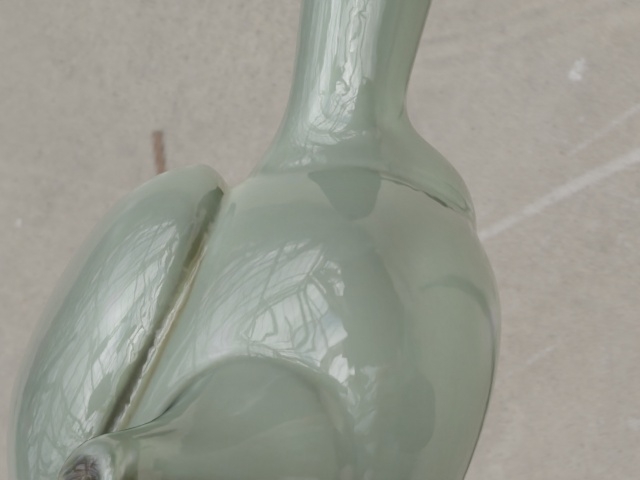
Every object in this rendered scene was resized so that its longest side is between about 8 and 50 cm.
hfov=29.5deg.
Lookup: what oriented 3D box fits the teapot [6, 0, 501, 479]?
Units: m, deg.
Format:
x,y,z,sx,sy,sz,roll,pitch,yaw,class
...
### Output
x,y,z,sx,sy,sz,roll,pitch,yaw,class
-0.011,0.007,0.458,0.220,0.149,0.318,-44,22,61,teapot
